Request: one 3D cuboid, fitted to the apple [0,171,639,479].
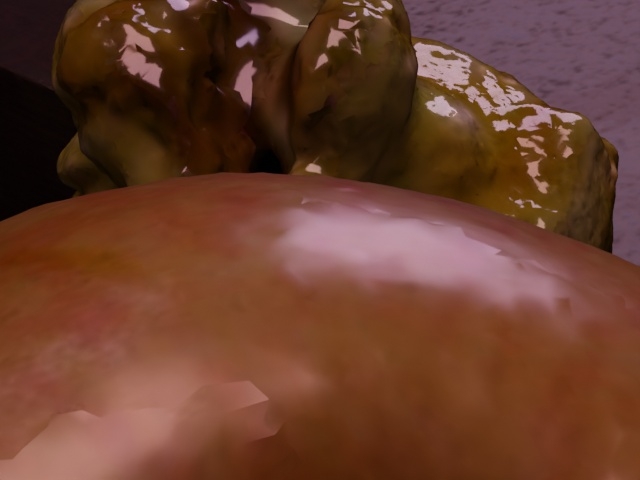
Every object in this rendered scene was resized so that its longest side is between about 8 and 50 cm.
[{"bbox_3d":[-0.022,0.172,0.432,0.391,0.346,0.392,3,60,-5],"label":"apple"}]

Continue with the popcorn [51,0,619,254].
[{"bbox_3d":[0.000,-0.002,0.777,0.276,0.276,0.225,-14,31,-2],"label":"popcorn"}]

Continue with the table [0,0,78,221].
[{"bbox_3d":[-0.117,-0.072,0.976,0.193,0.172,0.169,24,49,35],"label":"table"}]
